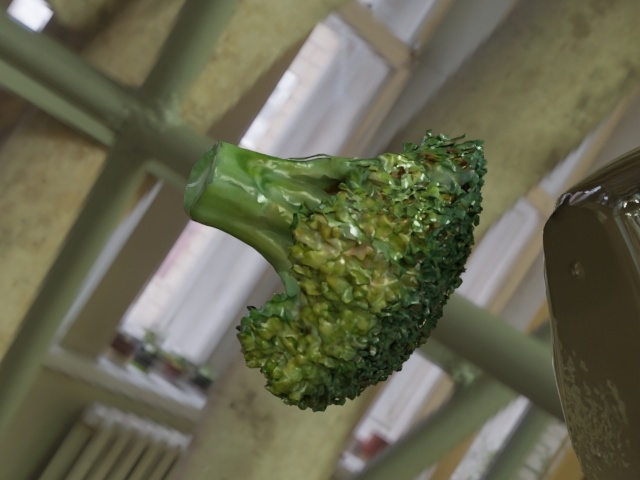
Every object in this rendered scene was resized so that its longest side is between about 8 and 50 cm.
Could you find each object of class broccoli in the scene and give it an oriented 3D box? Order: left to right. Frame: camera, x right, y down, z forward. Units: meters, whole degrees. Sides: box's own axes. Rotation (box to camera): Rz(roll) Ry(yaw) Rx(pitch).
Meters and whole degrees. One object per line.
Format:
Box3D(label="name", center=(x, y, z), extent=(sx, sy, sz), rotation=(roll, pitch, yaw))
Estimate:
Box3D(label="broccoli", center=(0.000, 0.000, 0.939), extent=(0.194, 0.219, 0.194), rotation=(18, -20, 7))

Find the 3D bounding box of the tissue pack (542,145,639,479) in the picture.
Box3D(label="tissue pack", center=(0.340, 0.055, 0.831), extent=(0.277, 0.267, 0.387), rotation=(-13, 12, -30))
